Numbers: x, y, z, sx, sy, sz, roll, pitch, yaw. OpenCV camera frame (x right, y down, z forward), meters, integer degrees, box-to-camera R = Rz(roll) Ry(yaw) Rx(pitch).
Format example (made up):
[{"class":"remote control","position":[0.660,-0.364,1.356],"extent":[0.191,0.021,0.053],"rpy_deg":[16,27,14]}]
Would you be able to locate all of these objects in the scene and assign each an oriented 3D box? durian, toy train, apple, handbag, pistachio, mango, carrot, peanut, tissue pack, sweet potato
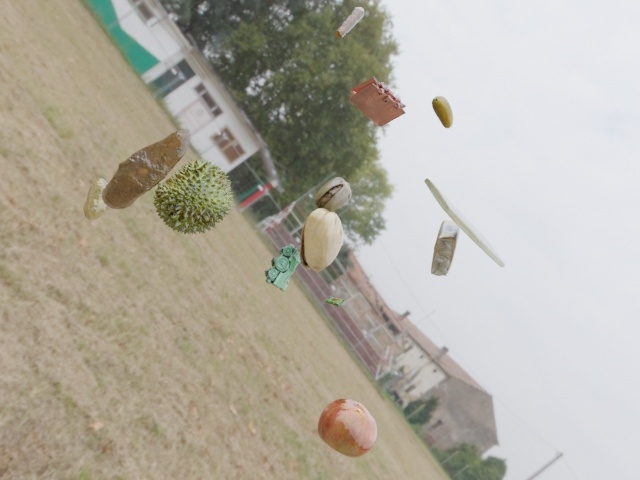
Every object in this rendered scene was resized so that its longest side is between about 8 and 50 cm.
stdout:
[{"class":"durian","position":[-0.371,-0.118,1.494],"extent":[0.177,0.236,0.200],"rpy_deg":[62,-4,30]},{"class":"toy train","position":[-0.139,0.102,1.948],"extent":[0.104,0.178,0.071],"rpy_deg":[36,-15,-12]},{"class":"apple","position":[0.097,0.636,1.720],"extent":[0.209,0.164,0.209],"rpy_deg":[31,-6,4]},{"class":"handbag","position":[0.236,-0.571,2.084],"extent":[0.212,0.060,0.157],"rpy_deg":[30,-30,-35]},{"class":"pistachio","position":[0.046,-0.167,1.870],"extent":[0.113,0.149,0.113],"rpy_deg":[55,1,-2]},{"class":"mango","position":[0.572,-0.595,2.340],"extent":[0.161,0.076,0.103],"rpy_deg":[61,7,-21]},{"class":"carrot","position":[0.098,-0.737,1.705],"extent":[0.042,0.171,0.042],"rpy_deg":[25,-31,16]},{"class":"peanut","position":[-0.874,-0.160,1.977],"extent":[0.080,0.175,0.080],"rpy_deg":[20,12,-5]},{"class":"pistachio","position":[0.000,0.000,1.824],"extent":[0.157,0.230,0.157],"rpy_deg":[16,1,0]},{"class":"tissue pack","position":[0.532,0.030,2.150],"extent":[0.222,0.090,0.187],"rpy_deg":[-50,149,-59]},{"class":"sweet potato","position":[-0.434,-0.156,1.197],"extent":[0.092,0.341,0.114],"rpy_deg":[47,34,-22]}]

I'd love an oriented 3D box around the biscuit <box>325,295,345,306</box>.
[{"class":"biscuit","position":[0.061,0.262,2.179],"extent":[0.089,0.046,0.016],"rpy_deg":[12,-50,42]}]

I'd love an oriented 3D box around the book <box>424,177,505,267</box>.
[{"class":"book","position":[0.569,-0.071,1.994],"extent":[0.389,0.032,0.269],"rpy_deg":[39,19,-26]}]
